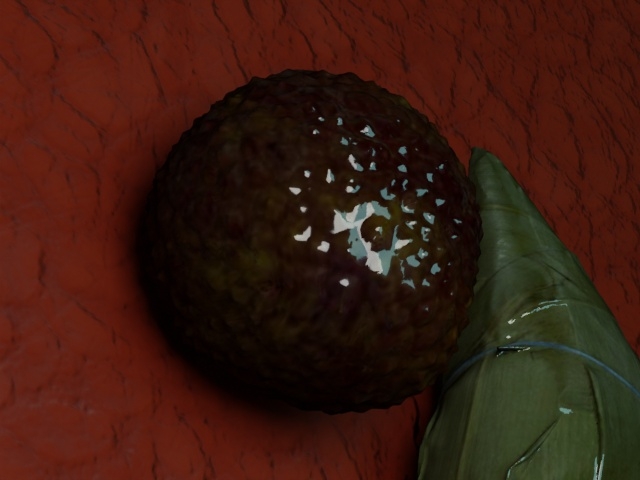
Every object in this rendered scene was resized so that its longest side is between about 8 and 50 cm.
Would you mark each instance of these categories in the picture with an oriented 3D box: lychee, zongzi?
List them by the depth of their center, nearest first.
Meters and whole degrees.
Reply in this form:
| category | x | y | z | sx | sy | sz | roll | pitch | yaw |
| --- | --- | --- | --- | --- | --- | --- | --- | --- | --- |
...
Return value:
| category | x | y | z | sx | sy | sz | roll | pitch | yaw |
| --- | --- | --- | --- | --- | --- | --- | --- | --- | --- |
| lychee | 0.000 | 0.000 | 1.389 | 0.260 | 0.260 | 0.260 | 21 | 57 | -36 |
| zongzi | 0.238 | 0.151 | 1.601 | 0.356 | 0.174 | 0.393 | 35 | 43 | -33 |
